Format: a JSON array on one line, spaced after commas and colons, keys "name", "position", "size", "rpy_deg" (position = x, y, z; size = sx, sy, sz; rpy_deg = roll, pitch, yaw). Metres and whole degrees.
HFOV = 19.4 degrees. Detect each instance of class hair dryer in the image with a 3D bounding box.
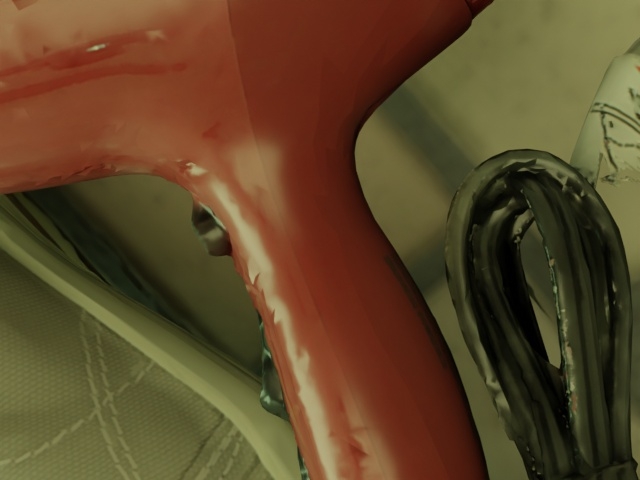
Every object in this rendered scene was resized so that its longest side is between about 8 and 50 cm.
[{"name": "hair dryer", "position": [0.000, 0.000, 0.365], "size": [0.293, 0.080, 0.224], "rpy_deg": [18, 77, 11]}]

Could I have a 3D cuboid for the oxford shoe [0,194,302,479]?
[{"name": "oxford shoe", "position": [-0.109, 0.061, 0.452], "size": [0.449, 0.130, 0.169], "rpy_deg": [45, 129, 14]}]
